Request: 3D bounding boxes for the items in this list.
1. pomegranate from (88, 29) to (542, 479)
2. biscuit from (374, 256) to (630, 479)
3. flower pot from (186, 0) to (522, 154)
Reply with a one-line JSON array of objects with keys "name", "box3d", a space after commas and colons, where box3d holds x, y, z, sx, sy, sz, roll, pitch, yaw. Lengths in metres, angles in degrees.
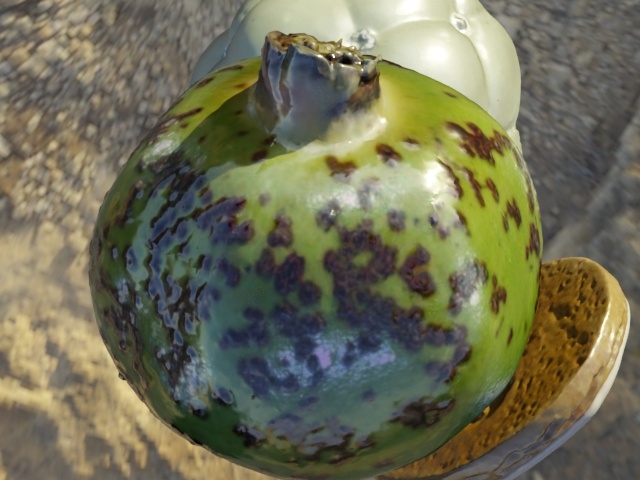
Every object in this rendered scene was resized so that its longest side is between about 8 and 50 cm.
[{"name": "pomegranate", "box3d": [0.000, 0.000, 0.989, 0.254, 0.254, 0.270, 4, 128, -4]}, {"name": "biscuit", "box3d": [0.110, 0.090, 1.112, 0.049, 0.208, 0.181, 44, 59, -22]}, {"name": "flower pot", "box3d": [0.023, -0.074, 1.258, 0.246, 0.246, 0.195, 31, 61, -8]}]
